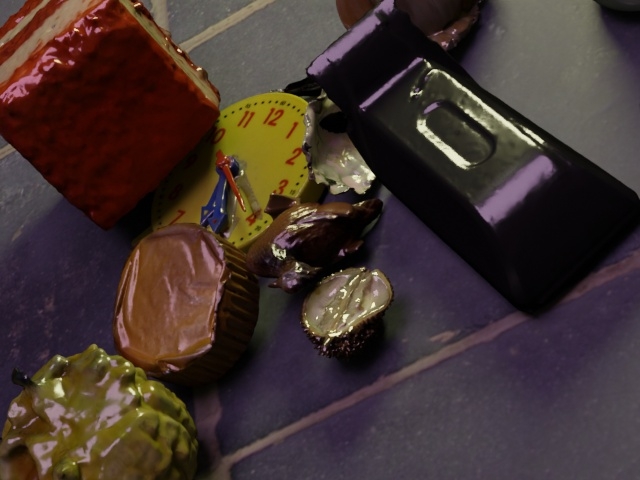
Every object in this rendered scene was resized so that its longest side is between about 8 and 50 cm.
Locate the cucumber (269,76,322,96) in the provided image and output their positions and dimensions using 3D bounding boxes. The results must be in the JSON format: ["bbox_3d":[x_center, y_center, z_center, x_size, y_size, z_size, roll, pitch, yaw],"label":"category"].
[{"bbox_3d":[0.007,-0.214,1.935,0.163,0.043,0.039,-11,92,35],"label":"cucumber"}]

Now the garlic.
[{"bbox_3d":[0.098,-0.315,1.834,0.207,0.257,0.207,10,105,39],"label":"garlic"}]

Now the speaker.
[{"bbox_3d":[0.161,-0.107,1.606,0.180,0.184,0.388,-43,42,-2],"label":"speaker"}]

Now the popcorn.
[{"bbox_3d":[-0.261,0.237,1.610,0.249,0.225,0.249,-16,41,15],"label":"popcorn"}]

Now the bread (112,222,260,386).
[{"bbox_3d":[-0.163,0.081,1.737,0.199,0.104,0.199,-12,67,31],"label":"bread"}]

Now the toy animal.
[{"bbox_3d":[0.000,0.000,1.702,0.188,0.089,0.179,-22,27,-6],"label":"toy animal"}]

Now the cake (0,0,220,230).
[{"bbox_3d":[-0.311,-0.204,1.955,0.270,0.269,0.319,-42,26,3],"label":"cake"}]

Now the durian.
[{"bbox_3d":[0.032,0.097,1.616,0.110,0.071,0.140,-5,37,28],"label":"durian"}]

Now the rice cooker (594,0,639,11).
[{"bbox_3d":[0.370,-0.410,1.662,0.226,0.244,0.226,-25,41,23],"label":"rice cooker"}]

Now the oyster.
[{"bbox_3d":[0.020,-0.131,1.793,0.072,0.133,0.209,-37,40,44],"label":"oyster"}]

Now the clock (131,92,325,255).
[{"bbox_3d":[-0.116,-0.084,1.889,0.277,0.071,0.293,10,61,43],"label":"clock"}]
